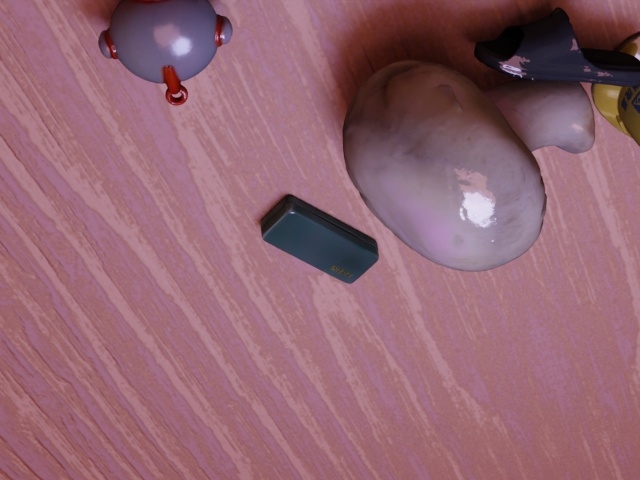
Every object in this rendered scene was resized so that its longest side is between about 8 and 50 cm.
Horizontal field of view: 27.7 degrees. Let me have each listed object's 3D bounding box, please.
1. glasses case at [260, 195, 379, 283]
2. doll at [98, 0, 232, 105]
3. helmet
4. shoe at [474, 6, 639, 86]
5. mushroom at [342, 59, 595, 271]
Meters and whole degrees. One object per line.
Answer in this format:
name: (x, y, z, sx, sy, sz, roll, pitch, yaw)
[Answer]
glasses case: (0.000, 0.000, 1.998, 0.184, 0.039, 0.078, 28, 125, -30)
doll: (-0.203, -0.316, 1.630, 0.199, 0.105, 0.336, -10, 127, -1)
helmet: (0.525, -0.176, 1.836, 0.257, 0.140, 0.205, 14, 130, -24)
shoe: (0.326, -0.268, 1.746, 0.241, 0.108, 0.093, 5, 113, -11)
mushroom: (0.192, -0.090, 1.770, 0.356, 0.315, 0.315, 15, 131, -35)
